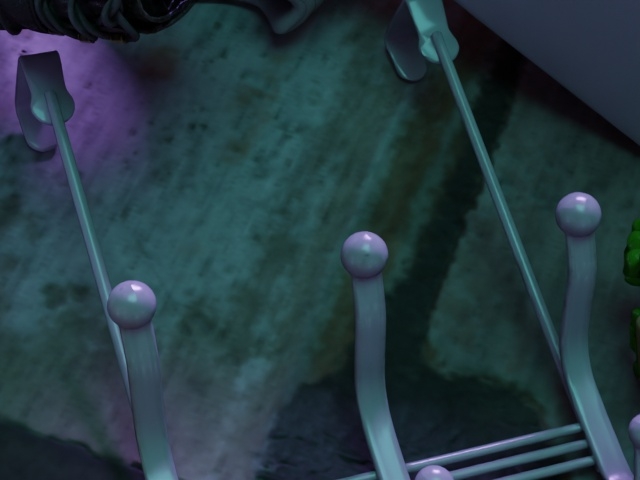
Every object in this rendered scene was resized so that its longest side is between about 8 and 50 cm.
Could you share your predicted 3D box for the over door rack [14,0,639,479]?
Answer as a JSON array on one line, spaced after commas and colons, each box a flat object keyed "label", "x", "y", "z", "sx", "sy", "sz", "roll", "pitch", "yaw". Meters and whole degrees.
[{"label": "over door rack", "x": 0.000, "y": 0.000, "z": 0.921, "sx": 0.239, "sy": 0.108, "sz": 0.324, "roll": -11, "pitch": 54, "yaw": -17}]

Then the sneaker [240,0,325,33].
[{"label": "sneaker", "x": -0.095, "y": -0.206, "z": 1.082, "sx": 0.262, "sy": 0.099, "sz": 0.121, "roll": 24, "pitch": 57, "yaw": 12}]

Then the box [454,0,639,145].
[{"label": "box", "x": 0.139, "y": -0.245, "z": 1.033, "sx": 0.345, "sy": 0.168, "sz": 0.215, "roll": 38, "pitch": 53, "yaw": -3}]

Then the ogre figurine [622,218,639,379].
[{"label": "ogre figurine", "x": 0.217, "y": 0.076, "z": 0.902, "sx": 0.118, "sy": 0.097, "sz": 0.197, "roll": -7, "pitch": 41, "yaw": 0}]

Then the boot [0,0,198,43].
[{"label": "boot", "x": -0.173, "y": -0.125, "z": 0.944, "sx": 0.229, "sy": 0.091, "sz": 0.263, "roll": 9, "pitch": 42, "yaw": 38}]
